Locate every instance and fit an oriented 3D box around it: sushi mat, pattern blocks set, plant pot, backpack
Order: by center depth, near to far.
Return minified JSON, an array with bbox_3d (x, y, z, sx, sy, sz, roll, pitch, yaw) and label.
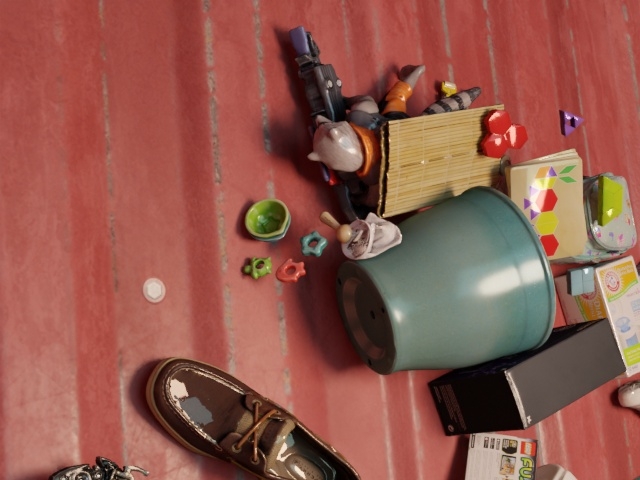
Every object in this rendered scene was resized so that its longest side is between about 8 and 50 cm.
[{"bbox_3d":[0.174,0.082,1.691,0.255,0.272,0.271,-19,90,-22],"label":"plant pot"},{"bbox_3d":[0.195,-0.130,1.749,0.316,0.019,0.151,-14,113,-47],"label":"sushi mat"},{"bbox_3d":[0.377,-0.056,1.857,0.285,0.026,0.325,0,102,-18],"label":"pattern blocks set"},{"bbox_3d":[0.466,-0.038,1.989,0.188,0.144,0.166,-8,88,-30],"label":"backpack"}]

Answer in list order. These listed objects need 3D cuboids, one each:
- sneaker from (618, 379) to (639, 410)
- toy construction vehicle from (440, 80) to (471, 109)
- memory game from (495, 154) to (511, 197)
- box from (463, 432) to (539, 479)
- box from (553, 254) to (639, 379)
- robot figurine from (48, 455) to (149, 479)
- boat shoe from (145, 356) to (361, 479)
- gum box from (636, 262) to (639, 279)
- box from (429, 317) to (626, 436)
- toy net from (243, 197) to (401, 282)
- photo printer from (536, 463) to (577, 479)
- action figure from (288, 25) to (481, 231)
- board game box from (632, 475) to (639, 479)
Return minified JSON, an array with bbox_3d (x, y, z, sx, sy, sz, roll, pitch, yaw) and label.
[{"bbox_3d":[0.646,0.315,2.061,0.232,0.090,0.115,7,78,-33],"label":"sneaker"},{"bbox_3d":[0.235,-0.225,1.940,0.086,0.035,0.098,9,71,-22],"label":"toy construction vehicle"},{"bbox_3d":[0.296,-0.064,1.911,0.186,0.012,0.186,-9,102,-48],"label":"memory game"},{"bbox_3d":[0.279,0.405,1.745,0.114,0.036,0.207,8,53,9],"label":"box"},{"bbox_3d":[0.520,0.142,2.003,0.114,0.103,0.203,-14,87,-37],"label":"box"},{"bbox_3d":[-0.244,0.395,1.415,0.291,0.085,0.211,20,68,-31],"label":"robot figurine"},{"bbox_3d":[-0.082,0.267,1.535,0.342,0.123,0.123,41,59,-21],"label":"boat shoe"},{"bbox_3d":[0.640,0.131,2.128,0.184,0.041,0.157,-38,101,-36],"label":"gum box"},{"bbox_3d":[0.338,0.222,1.804,0.261,0.184,0.103,-20,93,-37],"label":"box"},{"bbox_3d":[0.000,0.000,1.620,0.045,0.232,0.122,68,27,-54],"label":"toy net"},{"bbox_3d":[0.405,0.564,1.815,0.307,0.107,0.256,52,56,-13],"label":"photo printer"},{"bbox_3d":[0.092,-0.204,1.747,0.330,0.178,0.341,-29,99,-46],"label":"action figure"},{"bbox_3d":[0.682,0.535,2.035,0.336,0.079,0.253,-15,87,-37],"label":"board game box"}]
